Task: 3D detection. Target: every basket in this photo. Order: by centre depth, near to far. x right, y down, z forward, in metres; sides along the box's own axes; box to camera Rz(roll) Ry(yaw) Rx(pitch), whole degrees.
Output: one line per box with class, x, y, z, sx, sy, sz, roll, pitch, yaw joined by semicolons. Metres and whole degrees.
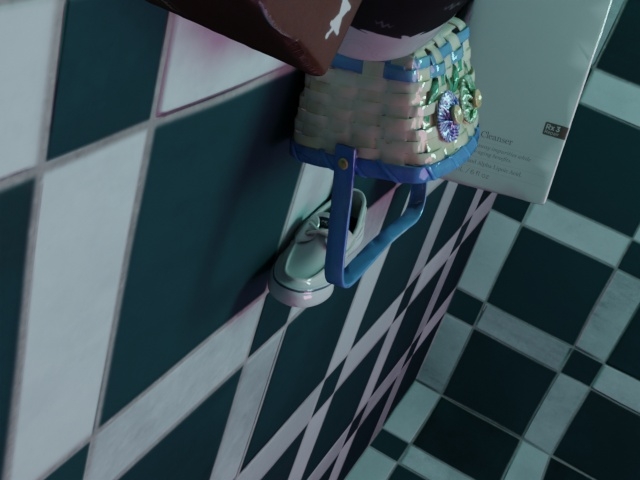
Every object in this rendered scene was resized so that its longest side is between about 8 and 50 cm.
basket;0.078;-0.113;0.999;0.255;0.201;0.289;-43;146;-52

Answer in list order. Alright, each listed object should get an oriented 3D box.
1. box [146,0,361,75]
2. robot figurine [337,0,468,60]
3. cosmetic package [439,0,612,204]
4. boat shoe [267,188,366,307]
box;-0.067;-0.208;0.381;0.167;0.203;0.168;-63;165;0
robot figurine;0.060;-0.258;0.691;0.209;0.173;0.278;-54;-174;-17
cosmetic package;0.334;-0.275;1.410;0.156;0.217;0.385;-38;142;-73
boat shoe;0.000;0.000;1.175;0.258;0.095;0.084;-58;163;-57
